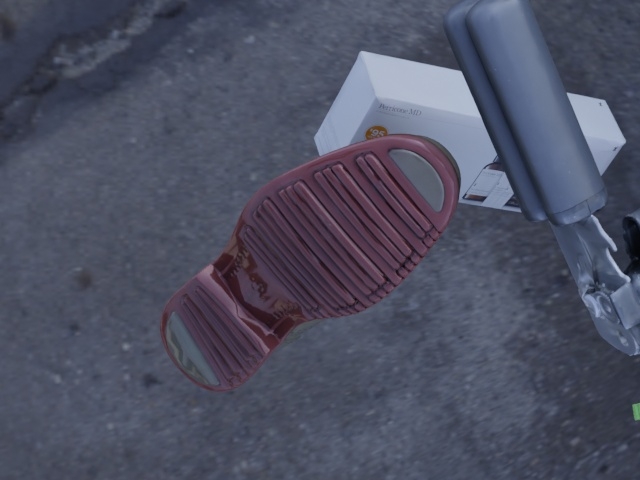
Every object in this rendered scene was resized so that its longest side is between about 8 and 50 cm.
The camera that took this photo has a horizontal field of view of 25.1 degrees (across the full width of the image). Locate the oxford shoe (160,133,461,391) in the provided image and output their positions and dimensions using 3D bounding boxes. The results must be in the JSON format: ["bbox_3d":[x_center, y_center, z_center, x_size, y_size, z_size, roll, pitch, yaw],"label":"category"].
[{"bbox_3d":[0.000,0.000,1.166,0.348,0.130,0.123,-34,92,43],"label":"oxford shoe"}]

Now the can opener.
[{"bbox_3d":[0.184,-0.050,1.005,0.095,0.076,0.283,-28,104,-15],"label":"can opener"}]

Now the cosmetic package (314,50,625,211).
[{"bbox_3d":[0.125,-0.083,1.193,0.060,0.239,0.099,-108,34,-43],"label":"cosmetic package"}]

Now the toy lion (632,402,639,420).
[{"bbox_3d":[0.312,0.136,1.195,0.096,0.100,0.034,-3,79,-17],"label":"toy lion"}]
